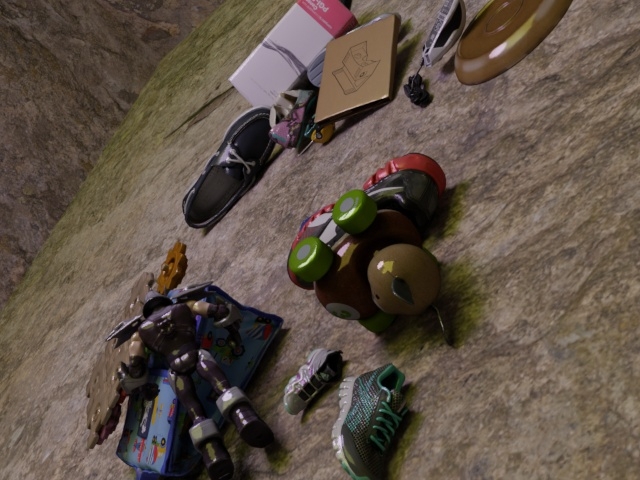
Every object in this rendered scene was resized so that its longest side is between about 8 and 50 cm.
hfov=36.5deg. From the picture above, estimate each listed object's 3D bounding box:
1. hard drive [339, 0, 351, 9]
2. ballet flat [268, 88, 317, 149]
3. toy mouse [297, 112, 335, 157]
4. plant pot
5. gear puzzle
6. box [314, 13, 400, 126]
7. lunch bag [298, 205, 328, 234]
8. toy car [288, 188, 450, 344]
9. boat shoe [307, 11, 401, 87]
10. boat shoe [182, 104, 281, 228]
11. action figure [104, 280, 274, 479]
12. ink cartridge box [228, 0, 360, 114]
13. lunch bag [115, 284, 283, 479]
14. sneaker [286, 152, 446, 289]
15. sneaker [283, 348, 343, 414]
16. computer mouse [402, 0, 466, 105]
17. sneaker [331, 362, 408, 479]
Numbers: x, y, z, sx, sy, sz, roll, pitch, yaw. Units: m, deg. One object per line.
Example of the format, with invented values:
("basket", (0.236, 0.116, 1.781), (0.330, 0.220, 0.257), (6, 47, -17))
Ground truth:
("hard drive", (0.020, -0.549, 2.413), (0.135, 0.022, 0.094), (-37, 24, 28))
("ballet flat", (-0.061, -0.260, 1.978), (0.077, 0.079, 0.221), (-61, 7, 34))
("toy mouse", (0.016, -0.240, 1.880), (0.161, 0.031, 0.143), (-47, 21, 22))
("plant pot", (0.293, -0.342, 1.513), (0.236, 0.032, 0.236), (-40, 23, 21))
("gear puzzle", (-0.271, 0.143, 1.469), (0.339, 0.044, 0.175), (-61, 25, 19))
("box", (0.070, -0.317, 1.814), (0.164, 0.021, 0.201), (-16, 51, 35))
("lunch bag", (0.000, 0.000, 1.465), (0.067, 0.065, 0.098), (-37, 24, 30))
("toy car", (0.080, 0.055, 1.122), (0.149, 0.155, 0.188), (-48, 34, 4))
("boat shoe", (0.077, -0.384, 1.972), (0.226, 0.083, 0.076), (-26, 13, 29))
("boat shoe", (-0.182, -0.146, 2.025), (0.302, 0.114, 0.091), (-55, 18, 21))
("action figure", (-0.173, 0.171, 1.288), (0.185, 0.099, 0.285), (-35, 60, 1))
("ink cartridge box", (-0.053, -0.405, 2.101), (0.283, 0.117, 0.207), (-47, 0, 8))
("lunch bag", (-0.205, 0.228, 1.447), (0.221, 0.138, 0.293), (-11, 56, 59))
("sneaker", (0.052, -0.004, 1.323), (0.276, 0.097, 0.135), (-36, 22, 27))
("sneaker", (-0.004, 0.174, 1.216), (0.069, 0.038, 0.098), (-16, 40, 57))
("computer mouse", (0.197, -0.316, 1.604), (0.106, 0.042, 0.193), (-99, 34, -70))
("sneaker", (0.058, 0.191, 1.039), (0.076, 0.065, 0.166), (-35, 26, 23))
